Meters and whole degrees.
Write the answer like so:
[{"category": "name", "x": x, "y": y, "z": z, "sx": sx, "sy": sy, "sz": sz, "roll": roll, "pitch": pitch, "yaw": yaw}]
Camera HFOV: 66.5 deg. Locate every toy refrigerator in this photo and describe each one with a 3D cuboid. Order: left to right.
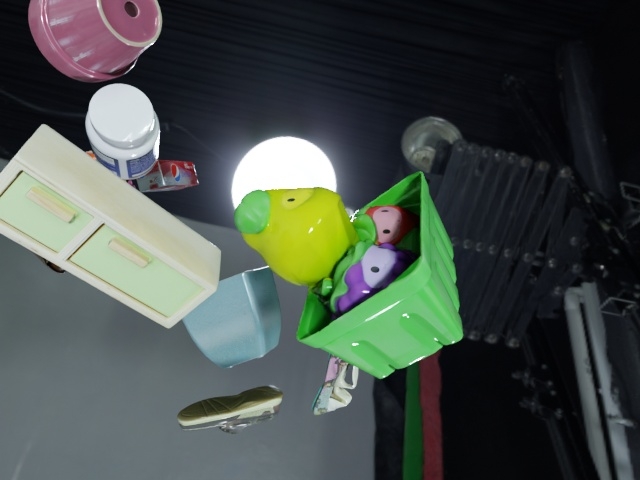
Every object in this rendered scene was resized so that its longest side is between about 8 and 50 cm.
[{"category": "toy refrigerator", "x": -0.260, "y": -0.005, "z": 0.605, "sx": 0.102, "sy": 0.269, "sz": 0.094, "roll": -37, "pitch": -148, "yaw": 19}]

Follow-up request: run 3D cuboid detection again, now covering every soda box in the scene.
[{"category": "soda box", "x": -0.496, "y": -0.211, "z": 1.595, "sx": 0.263, "sy": 0.092, "sz": 0.083, "roll": -45, "pitch": 121, "yaw": -79}]

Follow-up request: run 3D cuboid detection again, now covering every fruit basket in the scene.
[{"category": "fruit basket", "x": 0.050, "y": 0.005, "z": 0.849, "sx": 0.283, "sy": 0.392, "sz": 0.392, "roll": -35, "pitch": -150, "yaw": 26}]

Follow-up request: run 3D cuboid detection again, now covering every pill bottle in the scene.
[{"category": "pill bottle", "x": -0.447, "y": -0.242, "z": 1.113, "sx": 0.265, "sy": 0.153, "sz": 0.153, "roll": 158, "pitch": -57, "yaw": -69}]

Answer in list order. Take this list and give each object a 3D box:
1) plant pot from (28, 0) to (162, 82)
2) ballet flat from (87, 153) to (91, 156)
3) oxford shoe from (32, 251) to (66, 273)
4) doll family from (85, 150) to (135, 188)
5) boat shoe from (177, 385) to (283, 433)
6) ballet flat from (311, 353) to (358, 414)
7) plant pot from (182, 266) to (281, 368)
[{"category": "plant pot", "x": -0.405, "y": -0.412, "z": 0.915, "sx": 0.180, "sy": 0.201, "sz": 0.201, "roll": 3, "pitch": -102, "yaw": 38}, {"category": "ballet flat", "x": -0.515, "y": -0.103, "z": 1.143, "sx": 0.086, "sy": 0.086, "sz": 0.248, "roll": -86, "pitch": 164, "yaw": -46}, {"category": "oxford shoe", "x": -0.989, "y": 0.033, "z": 1.754, "sx": 0.083, "sy": 0.227, "sz": 0.096, "roll": -44, "pitch": -144, "yaw": -12}, {"category": "doll family", "x": -0.762, "y": -0.197, "z": 1.685, "sx": 0.263, "sy": 0.163, "sz": 0.118, "roll": 51, "pitch": -45, "yaw": 29}, {"category": "boat shoe", "x": -0.179, "y": 0.360, "z": 1.001, "sx": 0.080, "sy": 0.223, "sz": 0.073, "roll": 13, "pitch": -75, "yaw": 55}, {"category": "ballet flat", "x": 0.040, "y": 0.321, "z": 1.099, "sx": 0.077, "sy": 0.079, "sz": 0.221, "roll": -27, "pitch": 137, "yaw": -59}, {"category": "plant pot", "x": -0.256, "y": 0.245, "z": 1.504, "sx": 0.248, "sy": 0.247, "sz": 0.252, "roll": -2, "pitch": 72, "yaw": -78}]
